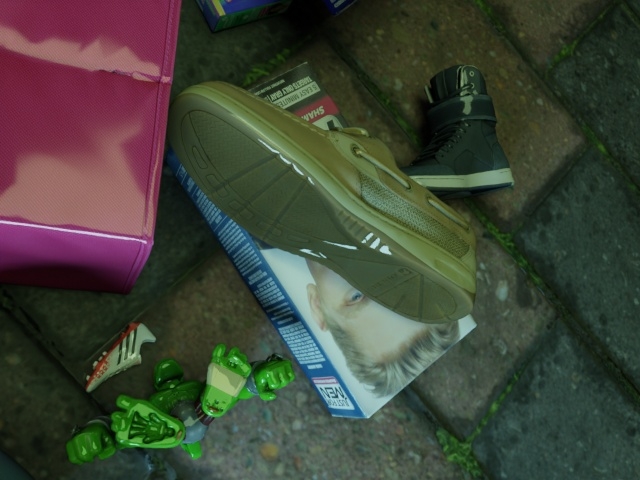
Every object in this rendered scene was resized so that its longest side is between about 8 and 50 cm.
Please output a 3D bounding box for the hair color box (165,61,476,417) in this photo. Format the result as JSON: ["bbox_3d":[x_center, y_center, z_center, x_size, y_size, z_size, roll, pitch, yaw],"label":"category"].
[{"bbox_3d":[0.000,0.000,0.696,0.173,0.105,0.347,-34,91,-25],"label":"hair color box"}]

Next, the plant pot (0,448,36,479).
[{"bbox_3d":[-0.276,0.290,0.447,0.195,0.290,0.290,48,59,-45],"label":"plant pot"}]

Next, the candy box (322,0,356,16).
[{"bbox_3d":[-0.002,-0.445,0.710,0.317,0.122,0.268,52,34,-15],"label":"candy box"}]

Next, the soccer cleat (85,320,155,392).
[{"bbox_3d":[-0.199,0.119,0.629,0.035,0.029,0.083,37,62,-5],"label":"soccer cleat"}]

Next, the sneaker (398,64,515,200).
[{"bbox_3d":[0.145,-0.131,0.774,0.226,0.086,0.164,-11,89,-45],"label":"sneaker"}]

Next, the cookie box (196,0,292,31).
[{"bbox_3d":[-0.100,-0.313,0.767,0.107,0.040,0.092,-26,86,-25],"label":"cookie box"}]

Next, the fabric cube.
[{"bbox_3d":[-0.269,-0.106,0.535,0.258,0.254,0.259,8,75,-18],"label":"fabric cube"}]

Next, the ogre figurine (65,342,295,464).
[{"bbox_3d":[-0.133,0.159,0.596,0.197,0.118,0.097,-38,88,-26],"label":"ogre figurine"}]

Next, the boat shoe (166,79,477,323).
[{"bbox_3d":[0.015,-0.045,0.594,0.341,0.121,0.110,35,54,-24],"label":"boat shoe"}]
